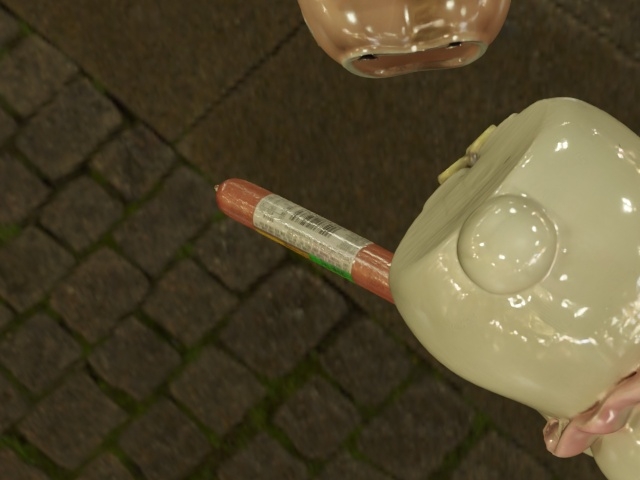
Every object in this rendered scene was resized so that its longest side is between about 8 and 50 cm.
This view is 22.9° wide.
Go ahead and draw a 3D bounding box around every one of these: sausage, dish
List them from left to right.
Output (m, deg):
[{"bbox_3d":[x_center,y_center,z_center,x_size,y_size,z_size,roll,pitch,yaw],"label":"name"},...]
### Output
[{"bbox_3d":[0.000,0.000,1.048,0.223,0.029,0.029,27,69,42],"label":"sausage"},{"bbox_3d":[0.083,-0.205,1.461,0.213,0.213,0.090,-6,83,2],"label":"dish"}]

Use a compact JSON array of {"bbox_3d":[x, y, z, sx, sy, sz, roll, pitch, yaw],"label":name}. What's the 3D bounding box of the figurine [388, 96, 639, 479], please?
[{"bbox_3d":[0.146,0.054,0.674,0.235,0.155,0.127,43,90,-8],"label":"figurine"}]
